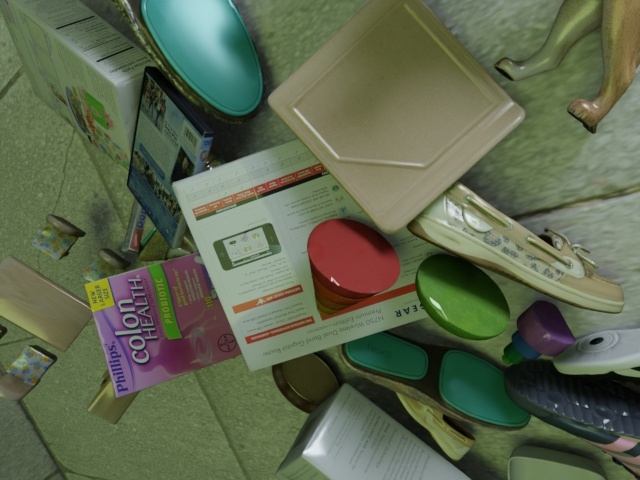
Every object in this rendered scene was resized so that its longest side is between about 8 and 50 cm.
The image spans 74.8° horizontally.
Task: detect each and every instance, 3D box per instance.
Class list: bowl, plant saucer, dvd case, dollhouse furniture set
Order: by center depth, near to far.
[{"bbox_3d":[0.379,0.393,0.669,0.141,0.053,0.142,-2,108,32],"label":"bowl"},{"bbox_3d":[-0.265,-0.132,0.710,0.180,0.022,0.253,48,131,21],"label":"dvd case"},{"bbox_3d":[-0.028,0.293,0.888,0.168,0.029,0.169,12,115,26],"label":"plant saucer"},{"bbox_3d":[-0.558,0.195,0.931,0.394,0.362,0.256,37,168,-14],"label":"dollhouse furniture set"}]

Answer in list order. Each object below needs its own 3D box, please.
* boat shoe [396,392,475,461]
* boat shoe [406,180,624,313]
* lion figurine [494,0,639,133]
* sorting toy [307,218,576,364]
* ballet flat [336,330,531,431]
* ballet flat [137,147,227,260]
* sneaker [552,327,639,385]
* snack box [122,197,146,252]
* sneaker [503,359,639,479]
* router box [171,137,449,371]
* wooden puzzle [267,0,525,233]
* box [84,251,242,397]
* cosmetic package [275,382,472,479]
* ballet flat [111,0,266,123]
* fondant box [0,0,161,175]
[{"bbox_3d":[0.201,0.302,0.740,0.059,0.063,0.170,-45,83,13],"label":"boat shoe"},{"bbox_3d":[0.254,0.007,0.524,0.285,0.104,0.089,23,95,-4],"label":"boat shoe"},{"bbox_3d":[0.232,-0.301,0.401,0.392,0.142,0.240,31,112,-21],"label":"lion figurine"},{"bbox_3d":[0.139,0.096,0.559,0.365,0.127,0.126,19,131,-7],"label":"sorting toy"},{"bbox_3d":[0.175,0.219,0.686,0.315,0.108,0.106,24,153,5],"label":"ballet flat"},{"bbox_3d":[-0.271,-0.036,0.849,0.123,0.123,0.348,48,126,5],"label":"ballet flat"},{"bbox_3d":[0.429,0.173,0.528,0.216,0.079,0.121,-28,94,36],"label":"sneaker"},{"bbox_3d":[-0.382,-0.063,0.884,0.064,0.022,0.179,-8,71,52],"label":"snack box"},{"bbox_3d":[0.409,0.271,0.565,0.318,0.112,0.131,15,123,30],"label":"sneaker"},{"bbox_3d":[0.000,0.000,0.618,0.335,0.082,0.301,-18,102,5],"label":"router box"},{"bbox_3d":[0.087,-0.163,0.517,0.221,0.044,0.239,-42,84,3],"label":"wooden puzzle"},{"bbox_3d":[-0.293,0.150,0.823,0.117,0.242,0.214,158,96,-76],"label":"box"},{"bbox_3d":[0.129,0.458,0.743,0.384,0.156,0.217,36,140,6],"label":"cosmetic package"},{"bbox_3d":[-0.260,-0.394,0.637,0.483,0.164,0.182,54,161,-26],"label":"ballet flat"},{"bbox_3d":[-0.439,-0.303,0.796,0.330,0.096,0.238,40,147,12],"label":"fondant box"}]
